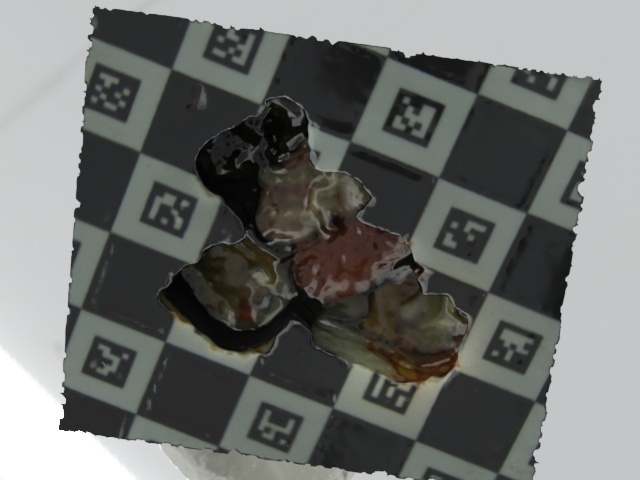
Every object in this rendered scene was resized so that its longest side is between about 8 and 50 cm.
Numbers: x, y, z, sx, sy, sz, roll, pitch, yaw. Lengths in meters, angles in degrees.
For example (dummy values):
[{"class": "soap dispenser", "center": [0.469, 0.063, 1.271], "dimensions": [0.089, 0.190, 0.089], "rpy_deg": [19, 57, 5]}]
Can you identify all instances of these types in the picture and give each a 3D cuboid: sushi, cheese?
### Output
[{"class": "sushi", "center": [0.000, 0.000, 1.281], "dimensions": [0.339, 0.069, 0.320], "rpy_deg": [7, -65, 3]}, {"class": "cheese", "center": [-0.041, 0.156, 1.668], "dimensions": [0.189, 0.154, 0.198], "rpy_deg": [-47, -60, -9]}]
